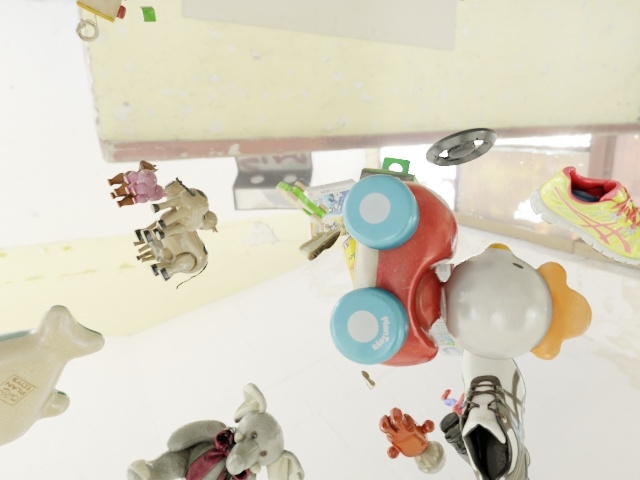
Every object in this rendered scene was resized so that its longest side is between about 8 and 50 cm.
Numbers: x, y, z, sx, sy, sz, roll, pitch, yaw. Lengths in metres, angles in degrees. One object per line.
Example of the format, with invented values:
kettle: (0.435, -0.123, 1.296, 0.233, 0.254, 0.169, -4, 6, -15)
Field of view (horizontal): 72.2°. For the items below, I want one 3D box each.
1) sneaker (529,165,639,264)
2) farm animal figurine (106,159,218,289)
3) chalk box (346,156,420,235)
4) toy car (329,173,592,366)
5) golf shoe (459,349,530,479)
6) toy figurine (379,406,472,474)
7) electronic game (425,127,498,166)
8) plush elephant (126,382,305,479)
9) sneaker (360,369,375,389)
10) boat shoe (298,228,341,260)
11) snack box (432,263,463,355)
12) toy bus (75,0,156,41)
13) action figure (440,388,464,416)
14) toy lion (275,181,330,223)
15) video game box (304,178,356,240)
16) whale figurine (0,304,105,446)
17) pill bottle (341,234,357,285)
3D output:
sneaker: (0.419, -0.039, 0.630, 0.209, 0.094, 0.081, 27, -123, 13)
farm animal figurine: (-0.338, -0.047, 1.032, 0.172, 0.326, 0.330, -29, -141, -32)
chalk box: (0.163, -0.093, 1.056, 0.133, 0.212, 0.132, 12, 173, 23)
toy car: (0.159, 0.043, 0.479, 0.238, 0.210, 0.219, 5, 175, 19)
golf shoe: (0.207, 0.201, 0.528, 0.077, 0.198, 0.094, -18, 144, 26)
toy figurine: (0.174, 0.385, 0.684, 0.210, 0.148, 0.213, -25, -156, 49)
electronic game: (0.453, -0.299, 1.416, 0.230, 0.048, 0.229, -11, 166, -3)
plush elephant: (-0.189, 0.487, 0.981, 0.255, 0.271, 0.330, -43, 170, 24)
sneaker: (0.181, 0.550, 1.724, 0.032, 0.036, 0.083, -6, -142, -31)
boat shoe: (0.000, 0.000, 1.067, 0.045, 0.050, 0.135, 33, -141, 20)
snack box: (0.330, 0.184, 1.139, 0.070, 0.207, 0.174, -6, 155, 24)
toy bus: (-0.437, -0.539, 0.891, 0.202, 0.190, 0.104, -25, -134, -12)
action figure: (0.464, 0.504, 1.379, 0.091, 0.139, 0.280, 44, -179, 11)
toy lion: (-0.040, -0.075, 0.842, 0.034, 0.100, 0.096, -52, -162, -11)
video game box: (0.040, -0.105, 1.566, 0.187, 0.205, 0.048, -13, -151, -14)
whale figurine: (-0.480, 0.196, 0.688, 0.272, 0.216, 0.141, -38, -147, -3)
pill bottle: (0.141, 0.080, 1.289, 0.117, 0.117, 0.214, -5, -124, -14)
